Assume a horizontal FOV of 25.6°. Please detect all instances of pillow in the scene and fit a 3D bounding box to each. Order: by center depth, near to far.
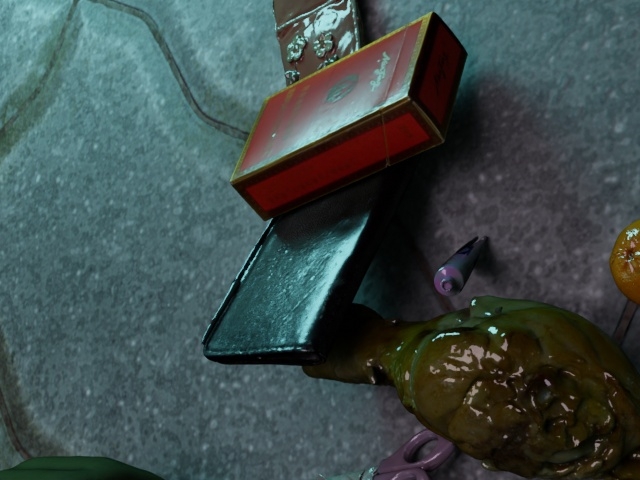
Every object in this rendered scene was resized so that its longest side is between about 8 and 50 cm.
[{"bbox_3d":[-0.005,-0.258,1.606,0.126,0.043,0.232,-26,62,35],"label":"pillow"}]

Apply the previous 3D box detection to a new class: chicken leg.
[{"bbox_3d":[0.119,0.120,1.317,0.429,0.201,0.152,8,92,52],"label":"chicken leg"}]

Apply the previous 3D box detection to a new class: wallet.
[{"bbox_3d":[0.000,0.000,1.437,0.172,0.045,0.318,-9,43,42],"label":"wallet"}]

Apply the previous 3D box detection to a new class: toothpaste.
[{"bbox_3d":[0.133,0.025,1.340,0.028,0.170,0.045,43,107,3],"label":"toothpaste"}]

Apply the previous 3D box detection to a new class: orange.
[{"bbox_3d":[0.298,0.019,1.247,0.083,0.070,0.083,-14,70,43],"label":"orange"}]

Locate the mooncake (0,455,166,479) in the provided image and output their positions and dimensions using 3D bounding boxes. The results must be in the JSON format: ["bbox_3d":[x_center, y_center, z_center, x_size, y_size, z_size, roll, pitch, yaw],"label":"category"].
[{"bbox_3d":[-0.275,0.390,1.463,0.187,0.351,0.351,-4,76,39],"label":"mooncake"}]

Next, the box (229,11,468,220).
[{"bbox_3d":[0.029,-0.127,1.462,0.240,0.074,0.153,-23,28,34],"label":"box"}]

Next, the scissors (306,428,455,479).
[{"bbox_3d":[0.047,0.238,1.420,0.212,0.021,0.110,-16,34,46],"label":"scissors"}]
